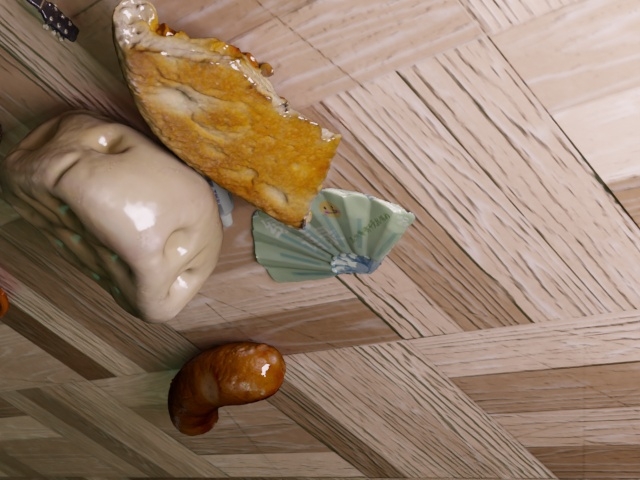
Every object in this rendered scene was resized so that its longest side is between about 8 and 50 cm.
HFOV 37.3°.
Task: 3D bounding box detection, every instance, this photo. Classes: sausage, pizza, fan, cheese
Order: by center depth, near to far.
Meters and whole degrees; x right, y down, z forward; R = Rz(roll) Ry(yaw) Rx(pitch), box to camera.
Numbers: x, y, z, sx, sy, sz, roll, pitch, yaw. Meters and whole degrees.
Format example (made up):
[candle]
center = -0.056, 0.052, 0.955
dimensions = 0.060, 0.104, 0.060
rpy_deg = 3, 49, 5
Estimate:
[pizza]
center = -0.071, -0.097, 0.780
dimensions = 0.134, 0.056, 0.271
rpy_deg = -22, 133, 37
[cheese]
center = -0.192, -0.028, 0.886
dimensions = 0.218, 0.117, 0.235
rpy_deg = 41, 156, -3
[fan]
center = 0.000, 0.000, 0.942
dimensions = 0.131, 0.009, 0.240
rpy_deg = 37, 146, -19
[sausage]
center = -0.141, 0.195, 1.260
dimensions = 0.103, 0.076, 0.302
rpy_deg = 23, 151, -15

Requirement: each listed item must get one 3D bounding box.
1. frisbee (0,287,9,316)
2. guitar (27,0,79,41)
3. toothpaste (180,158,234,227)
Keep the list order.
[frisbee]
center = -0.508, 0.042, 1.293
dimensions = 0.192, 0.035, 0.192
rpy_deg = 16, 147, 11
[guitar]
center = -0.281, -0.224, 0.724
dimensions = 0.025, 0.088, 0.233
rpy_deg = -12, 144, 42
[toothpaste]
center = -0.113, -0.079, 0.872
dimensions = 0.048, 0.029, 0.197
rpy_deg = 3, 142, 17
